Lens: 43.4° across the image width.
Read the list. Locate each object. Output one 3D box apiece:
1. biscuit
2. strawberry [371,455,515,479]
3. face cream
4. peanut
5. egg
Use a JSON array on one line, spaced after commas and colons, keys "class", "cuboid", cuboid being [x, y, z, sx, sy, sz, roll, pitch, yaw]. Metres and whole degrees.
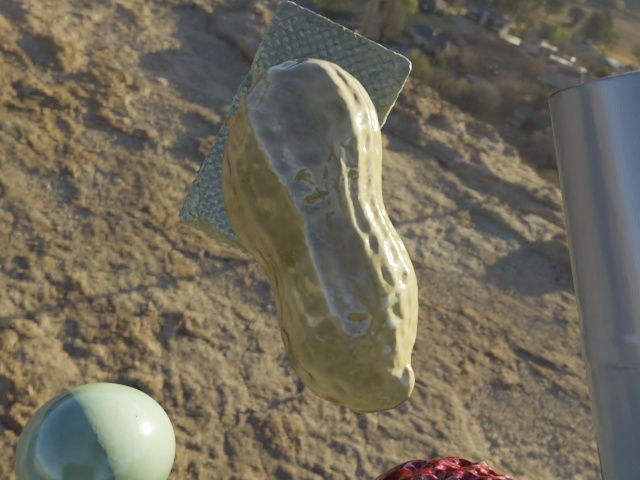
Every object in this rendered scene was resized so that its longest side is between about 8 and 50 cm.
[{"class": "biscuit", "cuboid": [-0.029, -0.100, 0.817, 0.150, 0.252, 0.052, 28, 6, -1]}, {"class": "strawberry", "cuboid": [0.178, 0.394, 1.005, 0.318, 0.345, 0.295, 11, 50, -26]}, {"class": "face cream", "cuboid": [0.164, 0.048, 0.383, 0.077, 0.249, 0.077, -8, 0, 0]}, {"class": "peanut", "cuboid": [0.000, 0.000, 0.577, 0.124, 0.256, 0.123, -13, 5, 1]}, {"class": "egg", "cuboid": [-0.267, 0.258, 0.977, 0.168, 0.168, 0.231, 31, 3, 18]}]
